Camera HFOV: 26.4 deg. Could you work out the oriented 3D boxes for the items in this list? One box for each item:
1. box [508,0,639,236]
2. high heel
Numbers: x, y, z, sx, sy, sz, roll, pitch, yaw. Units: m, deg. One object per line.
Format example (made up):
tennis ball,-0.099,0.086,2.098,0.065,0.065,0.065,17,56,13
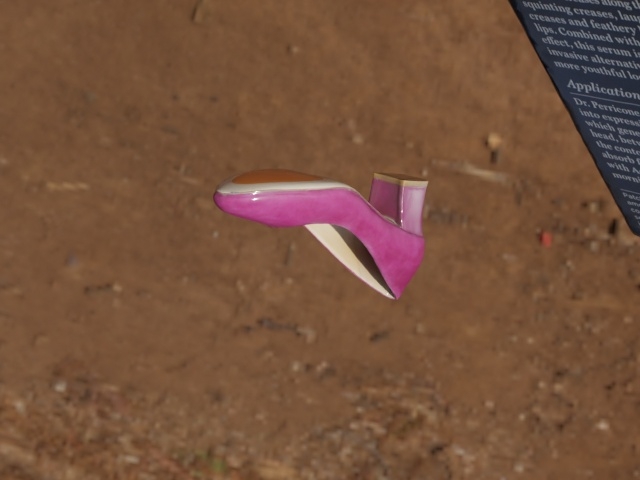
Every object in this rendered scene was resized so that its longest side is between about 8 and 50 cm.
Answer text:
box,0.302,-0.208,0.921,0.212,0.293,0.395,18,153,46
high heel,0.000,0.000,1.174,0.082,0.117,0.244,17,-167,38
